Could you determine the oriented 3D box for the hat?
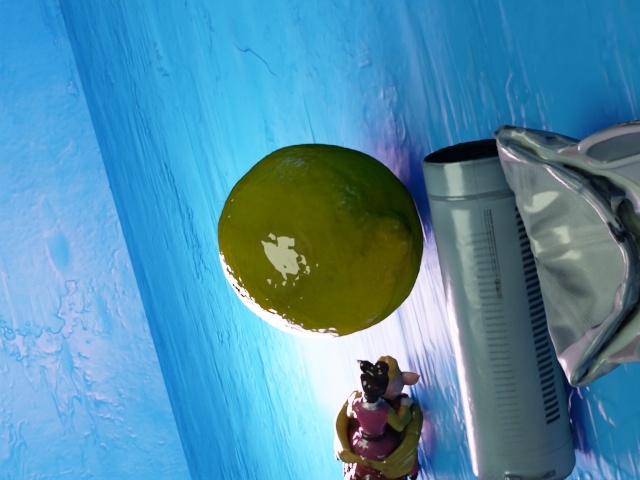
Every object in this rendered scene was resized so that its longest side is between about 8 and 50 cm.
[{"bbox_3d":[0.258,-0.009,0.803,0.226,0.164,0.219,-13,94,27],"label":"hat"}]

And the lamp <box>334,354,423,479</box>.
[{"bbox_3d":[0.076,0.229,1.309,0.118,0.118,0.253,42,143,49],"label":"lamp"}]

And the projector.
[{"bbox_3d":[0.178,0.072,0.987,0.108,0.108,0.337,17,121,62],"label":"projector"}]

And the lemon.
[{"bbox_3d":[-0.003,0.000,1.181,0.263,0.236,0.236,-172,66,-82],"label":"lemon"}]
